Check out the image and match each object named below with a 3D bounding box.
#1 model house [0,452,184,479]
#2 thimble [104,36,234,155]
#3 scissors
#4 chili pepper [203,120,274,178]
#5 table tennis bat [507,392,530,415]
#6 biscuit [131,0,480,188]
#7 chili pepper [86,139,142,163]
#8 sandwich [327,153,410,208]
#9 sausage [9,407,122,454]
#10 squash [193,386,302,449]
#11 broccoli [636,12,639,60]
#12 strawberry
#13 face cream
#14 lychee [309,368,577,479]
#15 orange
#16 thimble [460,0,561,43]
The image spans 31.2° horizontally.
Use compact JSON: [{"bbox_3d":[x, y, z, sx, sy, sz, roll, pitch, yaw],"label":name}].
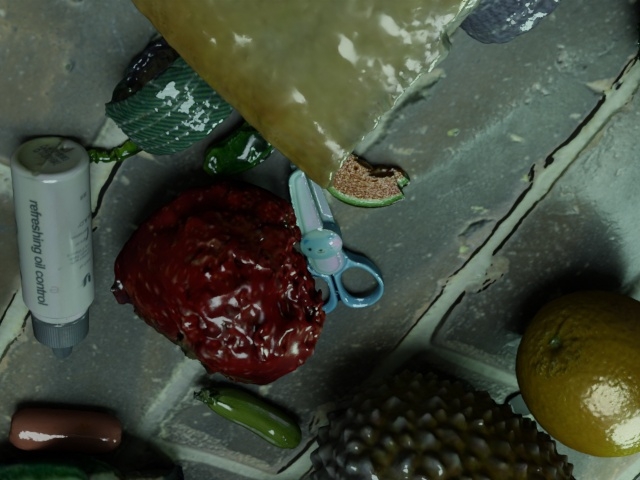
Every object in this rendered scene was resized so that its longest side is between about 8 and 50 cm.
[{"bbox_3d":[-0.327,0.433,1.648,0.298,0.243,0.284,-14,163,35],"label":"model house"},{"bbox_3d":[-0.157,-0.163,1.250,0.135,0.118,0.090,-24,125,31],"label":"thimble"},{"bbox_3d":[0.000,0.000,1.456,0.125,0.030,0.256,-13,131,6],"label":"scissors"},{"bbox_3d":[-0.075,-0.142,1.321,0.073,0.050,0.182,19,121,-14],"label":"chili pepper"},{"bbox_3d":[0.292,0.248,1.712,0.083,0.007,0.050,-23,128,8],"label":"table tennis bat"},{"bbox_3d":[-0.006,-0.321,1.068,0.446,0.104,0.429,45,120,-11],"label":"biscuit"},{"bbox_3d":[-0.241,-0.104,1.346,0.083,0.022,0.027,-15,162,3],"label":"chili pepper"},{"bbox_3d":[0.042,-0.078,1.402,0.135,0.029,0.067,24,116,-24],"label":"sandwich"},{"bbox_3d":[-0.353,0.266,1.596,0.154,0.062,0.062,6,127,-13],"label":"sausage"},{"bbox_3d":[-0.100,0.247,1.627,0.183,0.052,0.052,30,118,-26],"label":"squash"},{"bbox_3d":[0.472,-0.183,1.230,0.298,0.297,0.297,18,130,22],"label":"broccoli"},{"bbox_3d":[-0.103,0.045,1.368,0.274,0.274,0.220,38,82,-31],"label":"strawberry"},{"bbox_3d":[-0.320,0.025,1.392,0.092,0.092,0.311,0,130,-8],"label":"face cream"},{"bbox_3d":[0.165,0.374,1.561,0.380,0.380,0.432,-30,109,15],"label":"lychee"},{"bbox_3d":[0.375,0.177,1.535,0.236,0.236,0.236,-4,129,-5],"label":"orange"},{"bbox_3d":[0.186,-0.284,1.187,0.150,0.150,0.098,-40,123,22],"label":"thimble"}]
